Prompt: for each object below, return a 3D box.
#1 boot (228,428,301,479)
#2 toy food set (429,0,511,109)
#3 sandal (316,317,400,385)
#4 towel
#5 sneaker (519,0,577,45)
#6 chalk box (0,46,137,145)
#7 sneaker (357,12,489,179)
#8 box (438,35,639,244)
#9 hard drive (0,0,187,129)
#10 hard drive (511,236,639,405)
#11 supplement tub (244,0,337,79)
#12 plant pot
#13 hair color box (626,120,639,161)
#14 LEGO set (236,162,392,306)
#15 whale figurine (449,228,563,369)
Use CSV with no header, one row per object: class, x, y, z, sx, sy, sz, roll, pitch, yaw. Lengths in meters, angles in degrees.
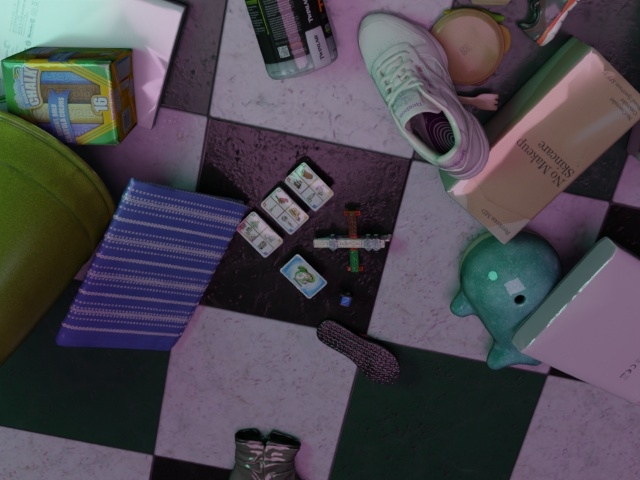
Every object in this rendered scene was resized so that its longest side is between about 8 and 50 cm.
boot,-0.062,0.464,1.631,0.246,0.083,0.161,14,106,-5
toy food set,0.237,-0.310,1.332,0.132,0.038,0.192,6,118,7
sandal,0.075,0.201,1.544,0.179,0.040,0.067,35,104,4
towel,-0.289,0.052,1.422,0.243,0.040,0.336,10,118,-45
sneaker,0.364,-0.381,1.284,0.065,0.061,0.158,29,110,-3
chalk box,-0.406,-0.227,1.285,0.213,0.132,0.132,1,113,0
sneaker,0.148,-0.232,1.260,0.114,0.152,0.305,-39,74,22
box,0.352,-0.160,1.338,0.148,0.121,0.311,39,108,-13
hard drive,-0.396,-0.329,1.337,0.318,0.040,0.210,18,112,-5
hard drive,0.521,0.151,1.430,0.353,0.047,0.233,25,113,-33
supplement tub,-0.052,-0.353,1.276,0.117,0.117,0.190,-14,112,7
plant pot,-0.549,0.040,1.245,0.366,0.353,0.366,13,149,8
hair color box,0.585,-0.269,1.259,0.105,0.174,0.347,7,113,-3
LEGO set,0.000,0.000,1.467,0.244,0.060,0.182,44,112,-7
whale figurine,0.335,0.116,1.440,0.216,0.141,0.272,-6,112,4
